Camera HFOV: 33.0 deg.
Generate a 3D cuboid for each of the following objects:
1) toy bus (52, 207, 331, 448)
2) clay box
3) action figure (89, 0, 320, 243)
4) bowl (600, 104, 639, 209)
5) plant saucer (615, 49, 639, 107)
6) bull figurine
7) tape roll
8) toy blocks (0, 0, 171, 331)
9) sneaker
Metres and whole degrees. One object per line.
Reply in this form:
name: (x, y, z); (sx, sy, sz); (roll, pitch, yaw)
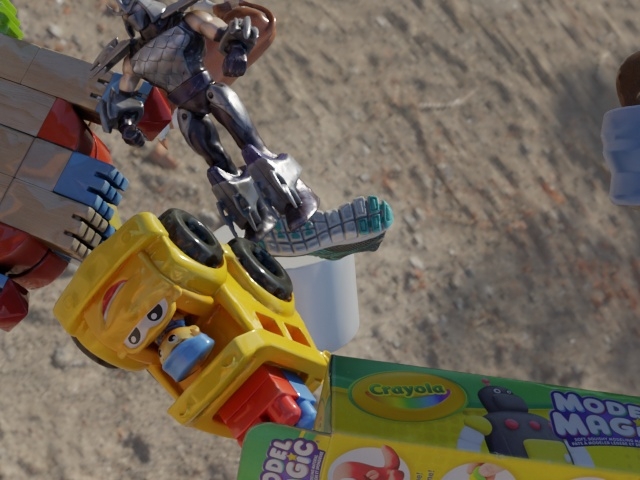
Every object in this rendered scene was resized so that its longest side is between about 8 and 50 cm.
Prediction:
toy bus: (-0.091, 0.102, 0.932); (0.220, 0.149, 0.211); (28, 20, -51)
clay box: (0.072, 0.120, 0.465); (0.222, 0.127, 0.053); (9, 35, -4)
action figure: (-0.113, -0.130, 1.050); (0.285, 0.185, 0.099); (55, 33, -13)
bowl: (0.411, -0.044, 0.815); (0.391, 0.391, 0.077); (3, 94, -42)
plant saucer: (0.326, -0.110, 0.889); (0.168, 0.029, 0.168); (11, 48, -13)
bull figurine: (-0.211, -0.292, 1.815); (0.188, 0.310, 0.101); (53, 1, 44)
tape roll: (-0.061, 0.073, 1.774); (0.246, 0.246, 0.169); (-37, 128, -50)
toy blocks: (-0.315, -0.053, 1.145); (0.261, 0.191, 0.381); (20, 76, 18)
sneaker: (0.000, 0.000, 1.226); (0.166, 0.076, 0.065); (-6, 59, -4)
